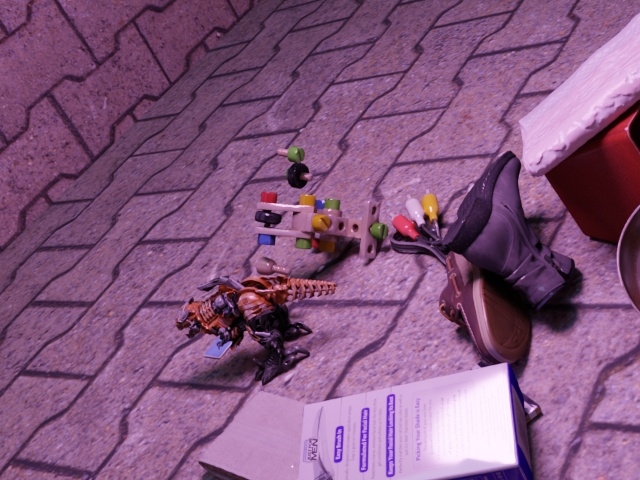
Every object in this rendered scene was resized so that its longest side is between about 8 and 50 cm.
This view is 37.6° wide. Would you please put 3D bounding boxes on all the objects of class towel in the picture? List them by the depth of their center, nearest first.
[{"bbox_3d":[0.484,-0.264,1.638,0.332,0.053,0.317,-42,9,20],"label":"towel"},{"bbox_3d":[-0.070,0.359,1.644,0.282,0.049,0.187,6,43,47],"label":"towel"}]

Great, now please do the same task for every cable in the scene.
[{"bbox_3d":[0.219,-0.007,1.934,0.139,0.072,0.287,-35,29,2],"label":"cable"}]

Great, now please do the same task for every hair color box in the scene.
[{"bbox_3d":[0.139,0.317,1.413,0.339,0.110,0.185,-14,41,17],"label":"hair color box"}]

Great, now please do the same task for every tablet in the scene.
[{"bbox_3d":[-0.211,0.223,2.031,0.054,0.006,0.083,1,42,43],"label":"tablet"}]

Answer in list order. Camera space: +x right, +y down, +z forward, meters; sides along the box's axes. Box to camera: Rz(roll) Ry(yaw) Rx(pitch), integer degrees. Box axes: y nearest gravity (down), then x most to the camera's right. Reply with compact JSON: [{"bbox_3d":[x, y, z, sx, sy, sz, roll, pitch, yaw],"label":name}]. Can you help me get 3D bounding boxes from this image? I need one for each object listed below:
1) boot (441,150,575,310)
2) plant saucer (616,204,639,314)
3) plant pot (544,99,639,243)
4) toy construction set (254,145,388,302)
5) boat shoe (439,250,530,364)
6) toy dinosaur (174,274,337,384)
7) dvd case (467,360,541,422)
[{"bbox_3d":[0.359,-0.014,1.701,0.118,0.223,0.338,-55,-1,42],"label":"boot"},{"bbox_3d":[0.614,0.036,1.428,0.310,0.050,0.310,-10,58,16],"label":"plant saucer"},{"bbox_3d":[0.558,-0.145,1.673,0.236,0.267,0.267,-13,31,52],"label":"plant pot"},{"bbox_3d":[0.000,0.000,2.010,0.237,0.257,0.309,12,69,35],"label":"toy construction set"},{"bbox_3d":[0.277,0.110,1.675,0.123,0.123,0.342,-45,28,28],"label":"boat shoe"},{"bbox_3d":[-0.125,0.149,1.848,0.322,0.218,0.164,-6,36,37],"label":"toy dinosaur"},{"bbox_3d":[0.221,0.297,1.502,0.221,0.018,0.164,-37,30,-9],"label":"dvd case"}]
